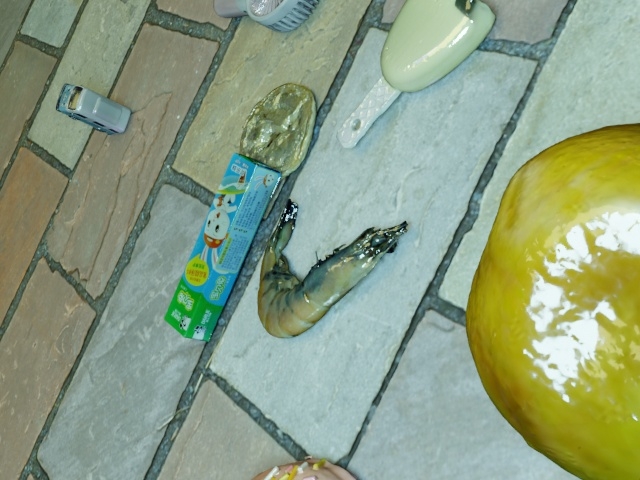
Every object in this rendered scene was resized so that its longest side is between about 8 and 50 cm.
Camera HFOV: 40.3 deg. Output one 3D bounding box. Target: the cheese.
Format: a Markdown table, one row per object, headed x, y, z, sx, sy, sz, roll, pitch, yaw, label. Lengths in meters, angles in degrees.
| x | y | z | sx | sy | sz | roll | pitch | yaw | label |
| --- | --- | --- | --- | --- | --- | --- | --- | --- | --- |
| 0.104 | -0.216 | 1.090 | 0.251 | 0.054 | 0.127 | -49 | 43 | 21 | cheese |

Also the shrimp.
| x | y | z | sx | sy | sz | roll | pitch | yaw | label |
| --- | --- | --- | --- | --- | --- | --- | --- | --- | --- |
| 0.000 | 0.000 | 1.103 | 0.262 | 0.051 | 0.198 | -40 | 46 | 32 | shrimp |

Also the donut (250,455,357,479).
| x | y | z | sx | sy | sz | roll | pitch | yaw | label |
| --- | --- | --- | --- | --- | --- | --- | --- | --- | --- |
| -0.026 | 0.335 | 0.947 | 0.233 | 0.085 | 0.199 | 5 | 75 | 47 | donut |

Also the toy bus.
| x | y | z | sx | sy | sz | roll | pitch | yaw | label |
| --- | --- | --- | --- | --- | --- | --- | --- | --- | --- |
| -0.419 | -0.243 | 1.621 | 0.075 | 0.123 | 0.060 | 9 | 79 | 46 | toy bus |

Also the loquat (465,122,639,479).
| x | y | z | sx | sy | sz | roll | pitch | yaw | label |
| --- | --- | --- | --- | --- | --- | --- | --- | --- | --- |
| 0.254 | 0.052 | 0.651 | 0.284 | 0.276 | 0.275 | 23 | 90 | 34 | loquat |

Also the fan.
| x | y | z | sx | sy | sz | roll | pitch | yaw | label |
| --- | --- | --- | --- | --- | --- | --- | --- | --- | --- |
| -0.092 | -0.389 | 1.370 | 0.244 | 0.074 | 0.130 | 8 | 79 | 50 | fan |

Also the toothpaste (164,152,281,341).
| x | y | z | sx | sy | sz | roll | pitch | yaw | label |
| --- | --- | --- | --- | --- | --- | --- | --- | --- | --- |
| -0.139 | 0.010 | 1.233 | 0.065 | 0.050 | 0.266 | 31 | 101 | 43 | toothpaste |

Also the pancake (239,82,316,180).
| x | y | z | sx | sy | sz | roll | pitch | yaw | label |
| --- | --- | --- | --- | --- | --- | --- | --- | --- | --- |
| -0.060 | -0.153 | 1.261 | 0.158 | 0.028 | 0.158 | -19 | 60 | 38 | pancake |
